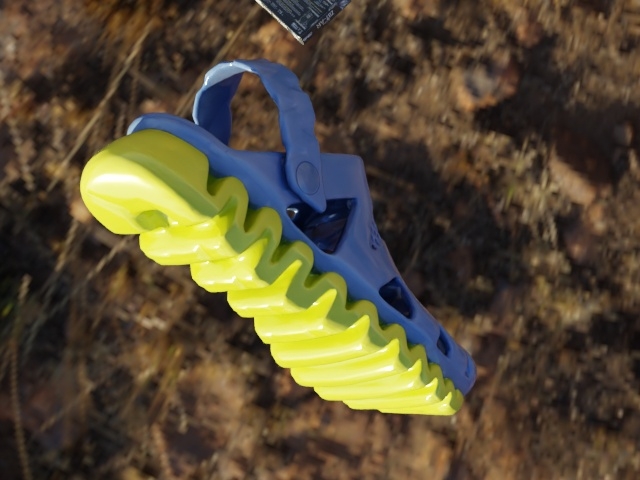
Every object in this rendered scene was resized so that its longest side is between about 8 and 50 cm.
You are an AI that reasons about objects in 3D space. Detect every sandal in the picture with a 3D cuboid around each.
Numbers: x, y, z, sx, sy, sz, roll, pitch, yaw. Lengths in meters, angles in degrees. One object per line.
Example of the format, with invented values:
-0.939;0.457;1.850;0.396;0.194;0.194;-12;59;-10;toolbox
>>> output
0.000;0.000;1.111;0.126;0.138;0.317;-4;141;44;sandal

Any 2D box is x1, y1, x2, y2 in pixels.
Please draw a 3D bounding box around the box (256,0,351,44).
-0.021;-0.245;1.752;0.067;0.018;0.083;-44;67;-5;box
